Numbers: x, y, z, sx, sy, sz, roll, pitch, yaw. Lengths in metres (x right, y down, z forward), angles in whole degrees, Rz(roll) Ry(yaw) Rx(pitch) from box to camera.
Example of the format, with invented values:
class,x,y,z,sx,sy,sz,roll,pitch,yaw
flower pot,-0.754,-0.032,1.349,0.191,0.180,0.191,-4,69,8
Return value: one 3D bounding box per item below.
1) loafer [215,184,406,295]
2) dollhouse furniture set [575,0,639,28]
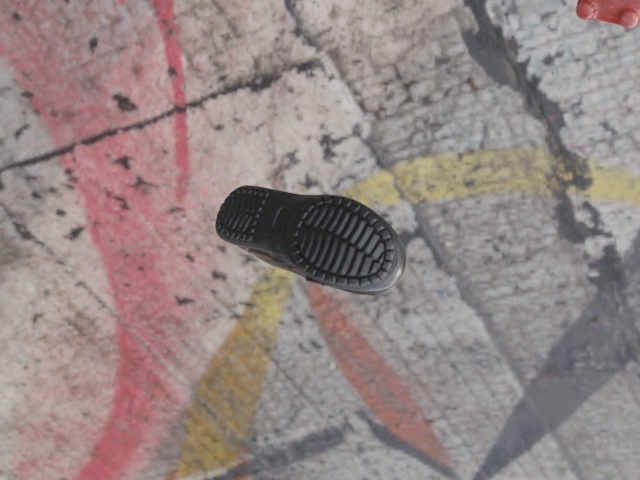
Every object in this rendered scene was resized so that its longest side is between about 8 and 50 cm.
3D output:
class,x,y,z,sx,sy,sz,roll,pitch,yaw
loafer,0.000,0.000,0.970,0.220,0.080,0.078,21,171,40
dollhouse furniture set,0.347,-0.352,0.944,0.201,0.152,0.374,45,131,-2
